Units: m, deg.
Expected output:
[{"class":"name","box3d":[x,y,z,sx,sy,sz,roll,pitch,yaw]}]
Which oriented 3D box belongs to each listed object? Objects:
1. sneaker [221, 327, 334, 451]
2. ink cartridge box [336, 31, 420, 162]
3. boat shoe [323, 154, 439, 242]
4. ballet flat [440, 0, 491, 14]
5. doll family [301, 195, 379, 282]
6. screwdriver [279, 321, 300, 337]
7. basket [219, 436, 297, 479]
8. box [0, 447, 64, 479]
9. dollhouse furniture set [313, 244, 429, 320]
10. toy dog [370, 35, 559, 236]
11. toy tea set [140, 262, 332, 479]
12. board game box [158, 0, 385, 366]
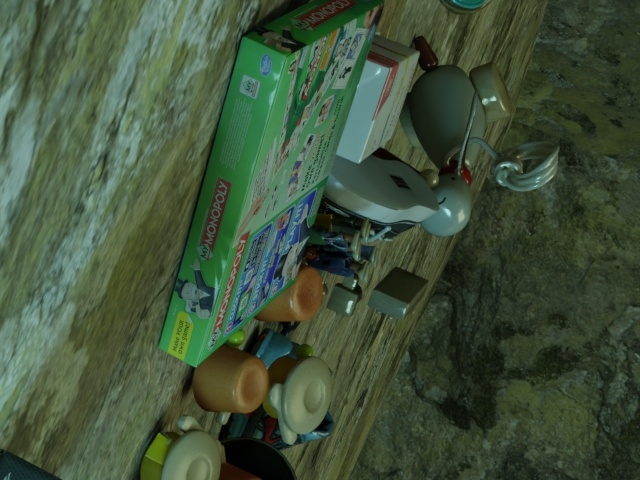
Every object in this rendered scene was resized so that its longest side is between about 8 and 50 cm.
[{"class":"sneaker","box3d":[-0.050,0.229,1.967,0.262,0.125,0.104,103,13,-46]},{"class":"ink cartridge box","box3d":[0.056,-0.167,1.810,0.198,0.067,0.115,-44,155,-70]},{"class":"boat shoe","box3d":[0.041,-0.046,1.898,0.105,0.113,0.306,-41,168,16]},{"class":"ballet flat","box3d":[0.237,-0.460,2.102,0.124,0.116,0.342,-119,-130,-75]},{"class":"doll family","box3d":[0.000,0.000,1.767,0.193,0.111,0.076,73,28,-65]},{"class":"screwdriver","box3d":[-0.058,0.142,2.071,0.025,0.024,0.170,22,98,-52]},{"class":"basket","box3d":[-0.110,0.348,1.846,0.227,0.154,0.204,99,16,-69]},{"class":"box","box3d":[-0.129,0.241,1.159,0.059,0.232,0.183,-63,170,-16]},{"class":"dollhouse furniture set","box3d":[0.044,0.088,2.108,0.144,0.151,0.123,-40,151,-68]},{"class":"toy dog","box3d":[0.163,-0.160,2.149,0.220,0.161,0.334,-32,-153,4]},{"class":"toy tea set","box3d":[-0.099,0.170,1.700,0.336,0.124,0.200,-59,139,-28]},{"class":"board game box","box3d":[-0.044,-0.062,1.461,0.213,0.046,0.317,-38,151,-57]}]
